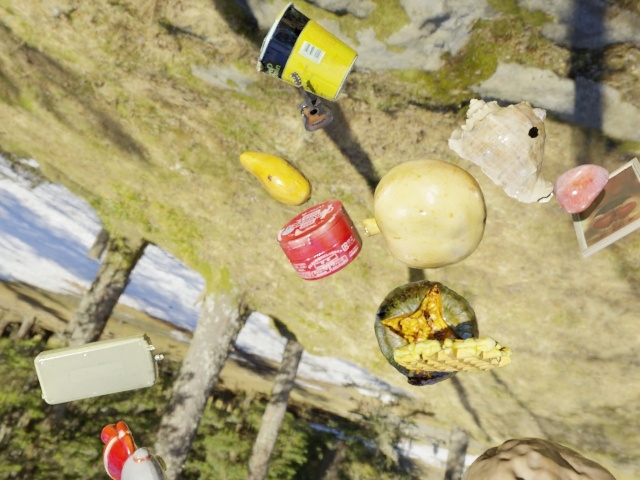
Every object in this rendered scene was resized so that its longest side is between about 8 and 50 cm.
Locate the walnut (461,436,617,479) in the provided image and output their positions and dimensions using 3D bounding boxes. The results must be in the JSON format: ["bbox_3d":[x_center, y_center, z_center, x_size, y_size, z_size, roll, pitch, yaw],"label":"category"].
[{"bbox_3d":[0.326,0.421,0.775,0.227,0.273,0.273,-18,141,31],"label":"walnut"}]

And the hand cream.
[{"bbox_3d":[0.000,0.000,1.563,0.230,0.230,0.149,-12,116,46],"label":"hand cream"}]

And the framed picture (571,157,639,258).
[{"bbox_3d":[0.768,-0.091,1.424,0.020,0.289,0.211,43,125,-12],"label":"framed picture"}]

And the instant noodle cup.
[{"bbox_3d":[-0.030,-0.504,1.488,0.236,0.215,0.215,28,155,-3],"label":"instant noodle cup"}]

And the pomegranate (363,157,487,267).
[{"bbox_3d":[0.265,-0.065,1.401,0.319,0.319,0.319,13,155,6],"label":"pomegranate"}]

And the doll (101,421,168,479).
[{"bbox_3d":[-0.332,0.410,0.965,0.076,0.142,0.245,-12,-168,-41],"label":"doll"}]

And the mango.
[{"bbox_3d":[-0.146,-0.229,1.870,0.295,0.120,0.177,42,-159,20],"label":"mango"}]

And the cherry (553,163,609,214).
[{"bbox_3d":[0.581,-0.121,1.224,0.087,0.126,0.106,28,-170,-16],"label":"cherry"}]

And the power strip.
[{"bbox_3d":[-0.301,0.176,0.749,0.169,0.076,0.028,-9,-169,-5],"label":"power strip"}]

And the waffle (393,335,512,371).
[{"bbox_3d":[0.315,0.273,1.277,0.282,0.058,0.301,-3,160,8],"label":"waffle"}]

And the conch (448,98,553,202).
[{"bbox_3d":[0.456,-0.242,1.335,0.263,0.324,0.186,-17,139,-27],"label":"conch"}]

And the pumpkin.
[{"bbox_3d":[0.322,0.272,1.641,0.320,0.320,0.192,9,175,14],"label":"pumpkin"}]

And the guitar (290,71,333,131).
[{"bbox_3d":[-0.034,-0.382,1.482,0.088,0.025,0.233,-24,150,7],"label":"guitar"}]
